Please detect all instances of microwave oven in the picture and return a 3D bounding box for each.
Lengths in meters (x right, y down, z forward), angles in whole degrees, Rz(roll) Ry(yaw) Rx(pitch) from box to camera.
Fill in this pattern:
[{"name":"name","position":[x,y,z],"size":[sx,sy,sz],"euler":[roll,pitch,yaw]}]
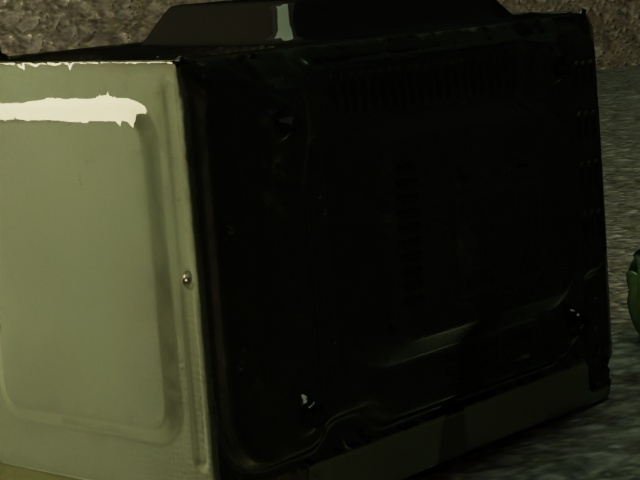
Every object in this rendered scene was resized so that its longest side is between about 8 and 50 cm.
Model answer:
[{"name":"microwave oven","position":[0.000,0.000,0.976],"size":[0.218,0.286,0.355],"euler":[5,12,42]}]

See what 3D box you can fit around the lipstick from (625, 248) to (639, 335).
[{"name":"lipstick","position":[0.363,0.015,1.205],"size":[0.304,0.076,0.076],"euler":[-11,12,-18]}]
